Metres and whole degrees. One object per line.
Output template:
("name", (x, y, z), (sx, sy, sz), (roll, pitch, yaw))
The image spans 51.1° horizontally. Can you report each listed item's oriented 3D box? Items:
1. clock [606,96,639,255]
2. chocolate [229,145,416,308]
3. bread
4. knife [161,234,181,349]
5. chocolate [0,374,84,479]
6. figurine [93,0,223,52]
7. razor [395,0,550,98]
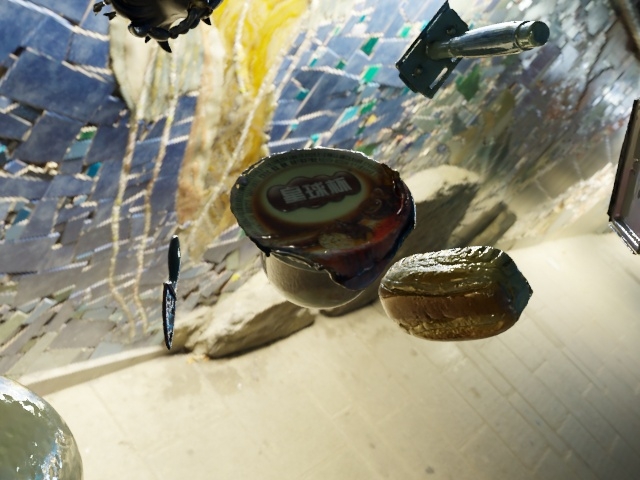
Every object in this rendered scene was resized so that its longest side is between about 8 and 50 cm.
("clock", (0.462, -0.087, 0.912), (0.071, 0.192, 0.147), (5, 22, 5))
("chocolate", (0.006, 0.006, 0.754), (0.221, 0.147, 0.221), (-2, 38, 1))
("bread", (0.206, 0.089, 1.062), (0.106, 0.236, 0.140), (-49, 116, -40))
("knife", (-0.246, 0.077, 1.107), (0.247, 0.018, 0.035), (-99, 165, -46))
("chocolate", (-0.435, 0.296, 0.729), (0.325, 0.314, 0.297), (14, 14, -15))
("figurine", (-0.297, -0.490, 1.309), (0.197, 0.265, 0.175), (39, 16, -8))
("razor", (0.105, -0.132, 0.444), (0.040, 0.068, 0.135), (38, -3, -20))
